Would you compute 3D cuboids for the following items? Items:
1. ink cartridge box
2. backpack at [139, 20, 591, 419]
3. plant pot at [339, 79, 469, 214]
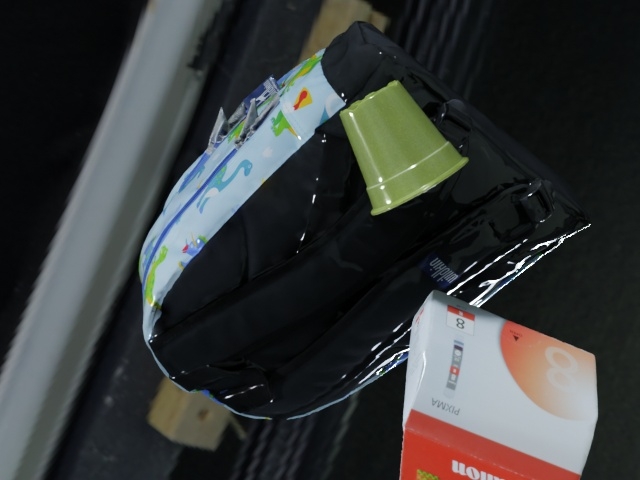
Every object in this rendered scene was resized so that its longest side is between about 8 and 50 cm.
[{"bbox_3d":[0.132,0.129,1.013,0.145,0.179,0.045,23,-54,-11],"label":"ink cartridge box"},{"bbox_3d":[0.000,0.000,1.224,0.290,0.273,0.355,33,-79,-33],"label":"backpack"},{"bbox_3d":[0.055,-0.073,1.027,0.083,0.083,0.079,-33,-83,-24],"label":"plant pot"}]
